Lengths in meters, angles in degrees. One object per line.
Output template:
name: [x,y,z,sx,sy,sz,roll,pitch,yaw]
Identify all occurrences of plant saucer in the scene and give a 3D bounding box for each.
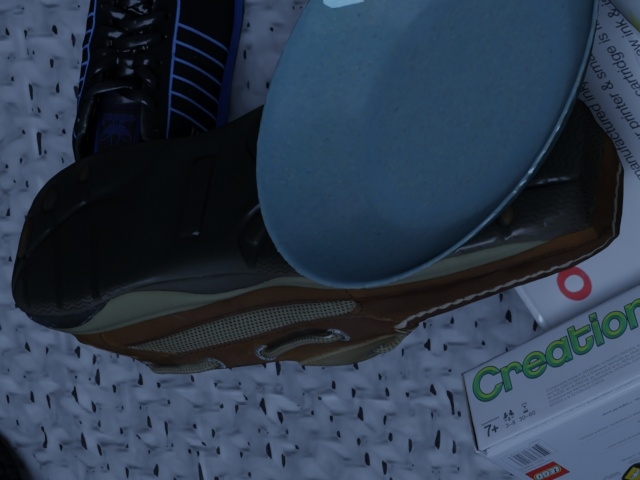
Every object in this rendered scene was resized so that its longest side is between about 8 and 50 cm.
plant saucer: [0.050,-0.065,0.712,0.037,0.195,0.195,27,123,-36]

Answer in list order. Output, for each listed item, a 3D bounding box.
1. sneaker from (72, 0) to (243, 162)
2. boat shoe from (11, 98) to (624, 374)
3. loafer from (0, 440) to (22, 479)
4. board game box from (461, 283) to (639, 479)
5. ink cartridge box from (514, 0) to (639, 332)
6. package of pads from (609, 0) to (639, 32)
sneaker: [-0.094,-0.093,0.940,0.081,0.090,0.232,4,110,18]
boat shoe: [0.000,0.000,0.836,0.324,0.123,0.120,-8,144,33]
loafer: [-0.284,0.133,1.100,0.220,0.080,0.078,38,126,9]
board game box: [0.248,0.056,0.834,0.305,0.053,0.193,-29,140,25]
ink cartridge box: [0.186,-0.102,0.826,0.273,0.115,0.198,-31,95,26]
package of pads: [0.251,-0.105,0.624,0.229,0.101,0.296,-53,57,26]
